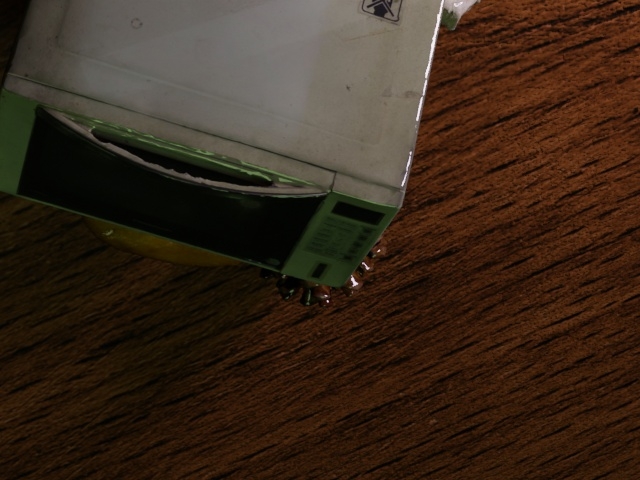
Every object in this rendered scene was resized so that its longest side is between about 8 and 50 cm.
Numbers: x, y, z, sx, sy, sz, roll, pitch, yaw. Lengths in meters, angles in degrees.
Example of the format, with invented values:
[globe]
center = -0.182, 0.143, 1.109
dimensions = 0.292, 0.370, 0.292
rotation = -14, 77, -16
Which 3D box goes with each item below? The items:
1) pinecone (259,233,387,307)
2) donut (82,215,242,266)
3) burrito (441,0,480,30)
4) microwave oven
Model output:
[pinecone]
center = -0.001, -0.003, 2.202
dimensions = 0.179, 0.150, 0.195
rotation = -6, 135, -29
[donut]
center = -0.139, -0.090, 2.032
dimensions = 0.303, 0.110, 0.303
rotation = -1, 146, -1
[burrito]
center = 0.109, -0.338, 2.020
dimensions = 0.082, 0.059, 0.275
rotation = -48, 135, -6
[microwave oven]
center = -0.108, -0.164, 1.763
dimensions = 0.394, 0.333, 0.247
rotation = 16, 159, -9
